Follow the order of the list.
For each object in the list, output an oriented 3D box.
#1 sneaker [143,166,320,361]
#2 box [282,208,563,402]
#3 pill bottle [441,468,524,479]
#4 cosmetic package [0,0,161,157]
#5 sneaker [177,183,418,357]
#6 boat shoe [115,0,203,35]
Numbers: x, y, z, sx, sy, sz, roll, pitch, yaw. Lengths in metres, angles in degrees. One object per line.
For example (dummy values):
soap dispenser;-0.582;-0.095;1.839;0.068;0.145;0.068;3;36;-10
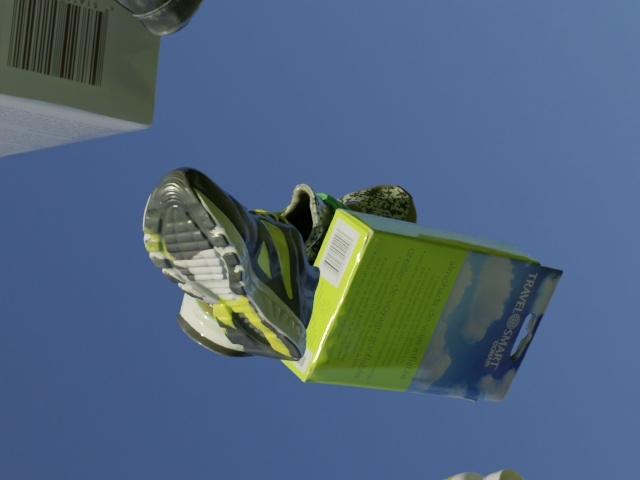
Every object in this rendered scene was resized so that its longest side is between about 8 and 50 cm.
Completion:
sneaker;-0.025;0.002;0.440;0.083;0.031;0.035;60;-139;-47
box;0.068;0.046;0.963;0.178;0.109;0.042;11;-161;-40
pill bottle;0.098;0.208;1.091;0.065;0.116;0.065;34;-137;-38
cosmetic package;-0.382;-0.191;1.583;0.230;0.453;0.161;10;-99;-38
sneaker;0.000;0.000;1.921;0.158;0.182;0.410;38;-135;22
boat shoe;-0.135;-0.285;1.303;0.119;0.121;0.335;59;-153;-30
